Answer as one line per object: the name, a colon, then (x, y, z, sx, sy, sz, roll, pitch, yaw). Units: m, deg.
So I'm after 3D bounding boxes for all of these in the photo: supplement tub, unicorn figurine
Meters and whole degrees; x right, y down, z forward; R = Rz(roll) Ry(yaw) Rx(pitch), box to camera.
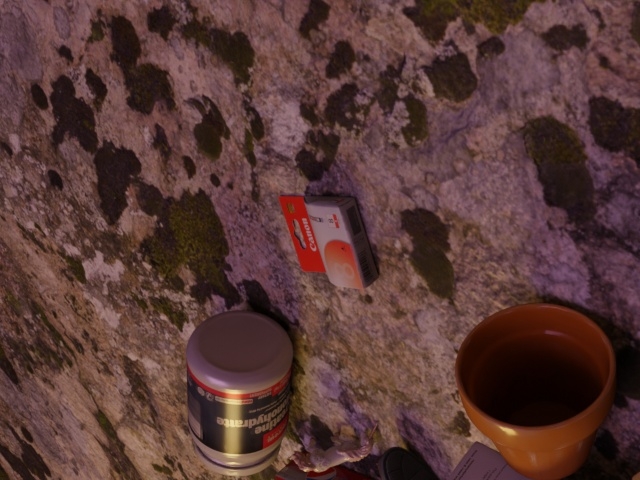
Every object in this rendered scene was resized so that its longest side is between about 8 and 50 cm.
supplement tub: (-0.150, 0.282, 1.963, 0.191, 0.191, 0.272, 31, 137, 29)
unicorn figurine: (0.032, 0.376, 1.917, 0.060, 0.161, 0.111, 61, 170, -14)

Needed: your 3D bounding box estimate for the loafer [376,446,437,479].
loafer: (0.178, 0.475, 1.831, 0.267, 0.096, 0.084, 52, 149, 2)

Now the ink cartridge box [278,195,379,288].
ink cartridge box: (0.000, 0.000, 1.714, 0.179, 0.045, 0.146, 2, 118, 44)

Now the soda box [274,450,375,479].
soda box: (0.041, 0.484, 1.993, 0.263, 0.083, 0.092, 12, 126, 42)

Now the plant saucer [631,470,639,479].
plant saucer: (0.591, 0.320, 1.269, 0.333, 0.081, 0.333, 45, 142, 15)

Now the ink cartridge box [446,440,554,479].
ink cartridge box: (0.329, 0.427, 1.520, 0.278, 0.117, 0.201, 20, 155, 50)

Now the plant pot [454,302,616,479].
plant pot: (0.297, 0.221, 1.443, 0.205, 0.205, 0.188, 24, 148, 35)
